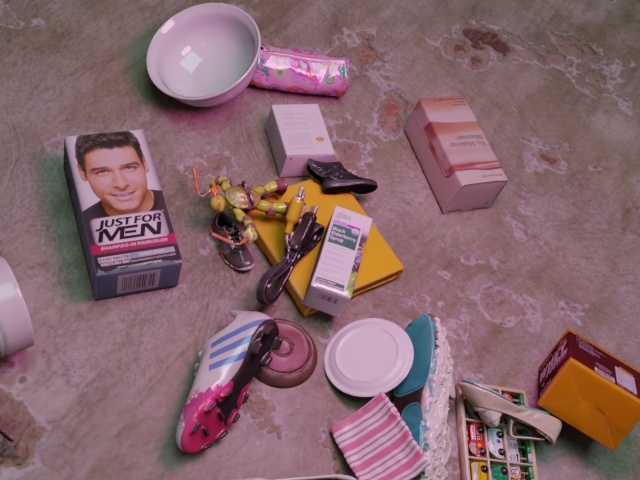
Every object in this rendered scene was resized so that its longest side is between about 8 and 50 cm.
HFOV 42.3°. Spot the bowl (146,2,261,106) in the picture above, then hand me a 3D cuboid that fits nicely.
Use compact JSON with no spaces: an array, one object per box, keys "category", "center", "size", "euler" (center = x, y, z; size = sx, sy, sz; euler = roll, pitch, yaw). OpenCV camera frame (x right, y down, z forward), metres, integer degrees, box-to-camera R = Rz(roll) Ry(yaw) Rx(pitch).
[{"category":"bowl","center":[-0.283,-0.450,2.123],"size":[0.298,0.134,0.297],"euler":[-5,65,10]}]

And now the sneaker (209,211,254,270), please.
[{"category":"sneaker","center":[-0.205,0.000,1.908],"size":[0.061,0.065,0.158],"euler":[-27,67,-32]}]

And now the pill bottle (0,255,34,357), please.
[{"category":"pill bottle","center":[-0.751,0.178,1.518],"size":[0.392,0.224,0.224],"euler":[-20,65,-28]}]

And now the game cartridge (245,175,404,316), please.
[{"category":"game cartridge","center":[0.000,0.000,1.989],"size":[0.285,0.052,0.323],"euler":[-20,62,-28]}]

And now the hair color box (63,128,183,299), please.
[{"category":"hair color box","center":[-0.448,-0.066,1.850],"size":[0.185,0.113,0.374],"euler":[-9,59,-23]}]

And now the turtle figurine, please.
[{"category":"turtle figurine","center":[-0.175,-0.101,1.915],"size":[0.217,0.087,0.269],"euler":[-7,44,-32]}]

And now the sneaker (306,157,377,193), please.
[{"category":"sneaker","center":[0.054,-0.162,2.058],"size":[0.170,0.051,0.089],"euler":[-3,60,-15]}]

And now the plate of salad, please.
[{"category":"plate of salad","center":[0.107,0.259,1.822],"size":[0.200,0.048,0.200],"euler":[-8,49,10]}]

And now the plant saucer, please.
[{"category":"plant saucer","center":[-0.085,0.239,1.806],"size":[0.168,0.029,0.168],"euler":[9,54,-13]}]

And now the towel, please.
[{"category":"towel","center":[0.115,0.415,1.669],"size":[0.144,0.029,0.197],"euler":[-36,46,2]}]

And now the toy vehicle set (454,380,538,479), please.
[{"category":"toy vehicle set","center":[0.383,0.445,1.805],"size":[0.166,0.035,0.266],"euler":[9,54,-12]}]

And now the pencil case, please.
[{"category":"pencil case","center":[-0.063,-0.463,2.240],"size":[0.284,0.124,0.124],"euler":[6,55,-14]}]

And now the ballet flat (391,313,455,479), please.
[{"category":"ballet flat","center":[0.226,0.360,1.778],"size":[0.147,0.147,0.409],"euler":[16,56,-6]}]

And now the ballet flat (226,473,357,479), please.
[{"category":"ballet flat","center":[-0.101,0.498,1.559],"size":[0.400,0.139,0.139],"euler":[-2,57,-18]}]

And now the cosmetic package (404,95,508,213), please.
[{"category":"cosmetic package","center":[0.357,-0.232,2.206],"size":[0.153,0.129,0.296],"euler":[-8,60,-24]}]

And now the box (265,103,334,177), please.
[{"category":"box","center":[-0.055,-0.256,2.117],"size":[0.130,0.091,0.170],"euler":[-4,58,-20]}]

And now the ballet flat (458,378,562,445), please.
[{"category":"ballet flat","center":[0.405,0.379,1.790],"size":[0.248,0.086,0.086],"euler":[22,53,-3]}]

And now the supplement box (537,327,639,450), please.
[{"category":"supplement box","center":[0.602,0.327,1.848],"size":[0.191,0.129,0.194],"euler":[31,21,5]}]

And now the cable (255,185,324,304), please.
[{"category":"cable","center":[-0.073,0.025,1.875],"size":[0.072,0.139,0.287],"euler":[18,69,27]}]

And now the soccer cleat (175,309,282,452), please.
[{"category":"soccer cleat","center":[-0.212,0.282,1.702],"size":[0.143,0.116,0.331],"euler":[16,56,33]}]

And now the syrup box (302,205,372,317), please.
[{"category":"syrup box","center":[0.040,0.045,1.877],"size":[0.093,0.096,0.237],"euler":[20,54,-3]}]
